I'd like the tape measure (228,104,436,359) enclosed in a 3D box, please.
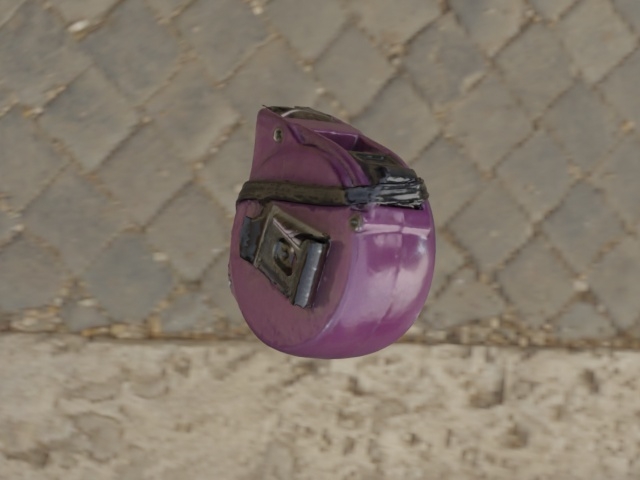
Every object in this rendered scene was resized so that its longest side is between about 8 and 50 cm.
[{"bbox_3d":[0.000,0.000,0.983,0.074,0.125,0.118,3,107,-38],"label":"tape measure"}]
